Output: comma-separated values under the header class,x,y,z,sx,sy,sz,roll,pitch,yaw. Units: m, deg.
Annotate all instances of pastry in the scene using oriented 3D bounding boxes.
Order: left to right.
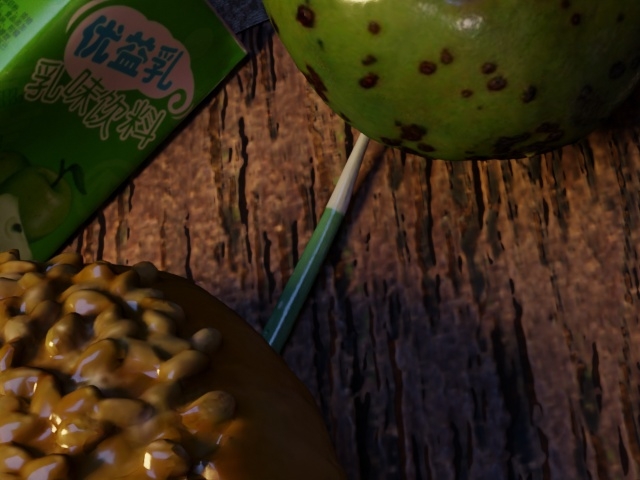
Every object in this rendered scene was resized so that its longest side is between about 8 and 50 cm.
class,x,y,z,sx,sy,sz,roll,pitch,yaw
pastry,-0.168,0.192,0.699,0.409,0.245,0.410,-11,61,20

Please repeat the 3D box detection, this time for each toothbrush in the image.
class,x,y,z,sx,sy,sz,roll,pitch,yaw
toothbrush,0.000,0.000,0.859,0.018,0.024,0.257,11,69,48

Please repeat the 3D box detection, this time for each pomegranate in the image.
class,x,y,z,sx,sy,sz,roll,pitch,yaw
pomegranate,0.084,-0.173,0.790,0.254,0.254,0.270,-15,20,15

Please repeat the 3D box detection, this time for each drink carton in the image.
class,x,y,z,sx,sy,sz,roll,pitch,yaw
drink carton,-0.197,-0.095,0.901,0.271,0.161,0.108,-46,57,-3

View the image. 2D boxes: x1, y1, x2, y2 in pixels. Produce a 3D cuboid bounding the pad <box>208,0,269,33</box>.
class,x,y,z,sx,sy,sz,roll,pitch,yaw
pad,-0.067,-0.249,1.020,0.158,0.003,0.235,-23,58,10
